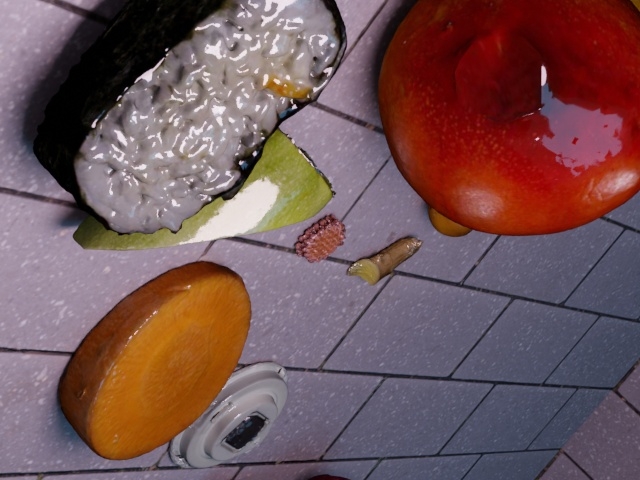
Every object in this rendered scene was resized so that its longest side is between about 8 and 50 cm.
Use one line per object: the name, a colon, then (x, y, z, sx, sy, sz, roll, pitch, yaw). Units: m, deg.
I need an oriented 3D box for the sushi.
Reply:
sushi: (-0.137, -0.169, 1.334, 0.350, 0.171, 0.211, -48, 135, 11)

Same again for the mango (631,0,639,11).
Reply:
mango: (0.465, -0.283, 1.989, 0.359, 0.144, 0.187, 17, 95, -64)

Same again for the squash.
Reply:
squash: (-0.135, -0.030, 1.509, 0.260, 0.189, 0.189, -45, 152, -8)

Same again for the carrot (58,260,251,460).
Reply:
carrot: (-0.220, 0.157, 1.757, 0.307, 0.100, 0.258, -51, 150, -4)

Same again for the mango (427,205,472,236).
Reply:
mango: (0.228, -0.068, 2.040, 0.159, 0.084, 0.105, -42, 161, -55)

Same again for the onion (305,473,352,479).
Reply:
onion: (-0.076, 0.566, 2.297, 0.420, 0.398, 0.398, 42, 95, -19)

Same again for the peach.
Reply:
peach: (0.256, -0.190, 1.635, 0.388, 0.388, 0.388, -32, 149, -22)

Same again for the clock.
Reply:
clock: (-0.136, 0.296, 2.075, 0.236, 0.053, 0.236, -32, 148, -23)

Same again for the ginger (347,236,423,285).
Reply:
ginger: (0.105, 0.035, 2.055, 0.137, 0.044, 0.057, -28, 129, -31)

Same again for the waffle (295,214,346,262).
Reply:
waffle: (0.000, 0.000, 1.884, 0.083, 0.029, 0.075, -41, 149, 0)
